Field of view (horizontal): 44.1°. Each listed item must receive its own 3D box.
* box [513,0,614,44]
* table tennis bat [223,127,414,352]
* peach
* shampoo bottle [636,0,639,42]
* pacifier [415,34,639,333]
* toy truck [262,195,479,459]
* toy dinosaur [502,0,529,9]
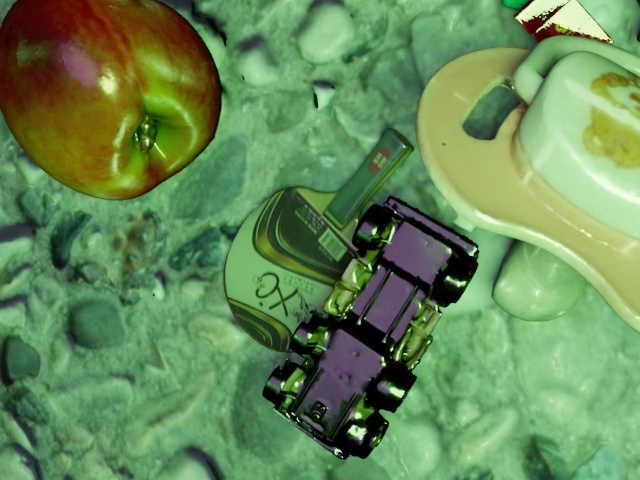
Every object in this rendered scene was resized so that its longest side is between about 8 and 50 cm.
[{"bbox_3d":[0.230,-0.201,0.748,0.082,0.023,0.051,45,111,-9],"label":"box"},{"bbox_3d":[0.000,0.000,0.894,0.173,0.022,0.301,47,113,17],"label":"table tennis bat"},{"bbox_3d":[-0.267,-0.197,0.939,0.248,0.245,0.275,-45,58,-8],"label":"peach"},{"bbox_3d":[0.338,-0.285,0.675,0.079,0.080,0.246,24,103,26],"label":"shampoo bottle"},{"bbox_3d":[0.226,-0.035,0.660,0.332,0.220,0.273,34,107,10],"label":"pacifier"},{"bbox_3d":[0.059,0.088,0.808,0.127,0.127,0.257,32,105,15],"label":"toy truck"},{"bbox_3d":[0.230,-0.277,0.751,0.132,0.059,0.096,-14,97,32],"label":"toy dinosaur"}]
